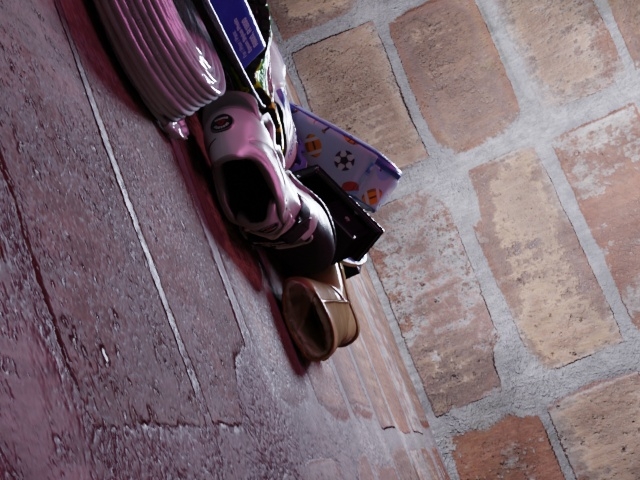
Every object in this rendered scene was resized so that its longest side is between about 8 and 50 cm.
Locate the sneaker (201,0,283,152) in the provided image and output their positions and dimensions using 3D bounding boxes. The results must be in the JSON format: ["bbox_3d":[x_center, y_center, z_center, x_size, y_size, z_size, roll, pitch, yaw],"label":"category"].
[{"bbox_3d":[-0.134,-0.248,1.840,0.146,0.134,0.344,113,-29,-84],"label":"sneaker"}]

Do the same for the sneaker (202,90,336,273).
[{"bbox_3d":[-0.077,-0.039,1.685,0.146,0.122,0.330,-91,155,-46],"label":"sneaker"}]

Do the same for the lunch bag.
[{"bbox_3d":[0.002,-0.166,2.220,0.303,0.115,0.243,32,5,-1],"label":"lunch bag"}]

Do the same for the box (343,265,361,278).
[{"bbox_3d":[0.000,0.000,2.204,0.207,0.108,0.153,-56,123,-84],"label":"box"}]

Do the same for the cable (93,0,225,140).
[{"bbox_3d":[-0.202,-0.269,1.441,0.257,0.089,0.257,51,17,-71],"label":"cable"}]

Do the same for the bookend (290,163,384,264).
[{"bbox_3d":[-0.008,-0.030,1.851,0.156,0.072,0.157,46,29,13],"label":"bookend"}]

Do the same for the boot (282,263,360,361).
[{"bbox_3d":[-0.014,0.073,1.909,0.236,0.089,0.269,61,9,8],"label":"boot"}]

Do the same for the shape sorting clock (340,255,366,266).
[{"bbox_3d":[-0.005,-0.031,1.983,0.206,0.040,0.206,31,18,-11],"label":"shape sorting clock"}]

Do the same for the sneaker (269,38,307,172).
[{"bbox_3d":[-0.112,-0.245,2.013,0.182,0.127,0.316,40,30,-83],"label":"sneaker"}]

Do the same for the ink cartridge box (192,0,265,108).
[{"bbox_3d":[-0.168,-0.381,1.616,0.330,0.071,0.324,55,-3,24],"label":"ink cartridge box"}]
